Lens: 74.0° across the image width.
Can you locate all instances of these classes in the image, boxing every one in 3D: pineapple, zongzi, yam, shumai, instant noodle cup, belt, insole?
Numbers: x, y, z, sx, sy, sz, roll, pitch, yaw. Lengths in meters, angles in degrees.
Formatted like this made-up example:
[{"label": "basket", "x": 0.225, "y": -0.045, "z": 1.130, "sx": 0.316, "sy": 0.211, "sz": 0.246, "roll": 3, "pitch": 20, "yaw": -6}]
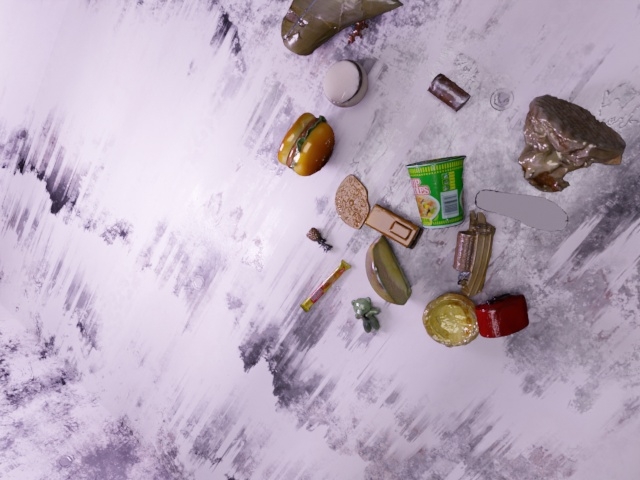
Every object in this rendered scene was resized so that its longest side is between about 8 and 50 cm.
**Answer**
[{"label": "pineapple", "x": 0.000, "y": 0.000, "z": 1.747, "sx": 0.124, "sy": 0.058, "sz": 0.058, "roll": 41, "pitch": 109, "yaw": -3}, {"label": "zongzi", "x": 0.053, "y": -0.787, "z": 1.529, "sx": 0.393, "sy": 0.174, "sz": 0.356, "roll": 47, "pitch": 113, "yaw": 22}, {"label": "yam", "x": 0.447, "y": -0.518, "z": 1.487, "sx": 0.141, "sy": 0.079, "sz": 0.079, "roll": 42, "pitch": 109, "yaw": 9}, {"label": "shumai", "x": 0.749, "y": -0.291, "z": 1.369, "sx": 0.314, "sy": 0.266, "sz": 0.263, "roll": 63, "pitch": 147, "yaw": 32}, {"label": "instant noodle cup", "x": 0.419, "y": -0.167, "z": 1.490, "sx": 0.206, "sy": 0.207, "sz": 0.233, "roll": -7, "pitch": 101, "yaw": 22}, {"label": "belt", "x": 0.625, "y": 0.248, "z": 1.464, "sx": 0.128, "sy": 0.200, "sz": 0.124, "roll": -7, "pitch": 96, "yaw": 62}, {"label": "insole", "x": 0.695, "y": -0.109, "z": 1.478, "sx": 0.309, "sy": 0.012, "sz": 0.110, "roll": 16, "pitch": 103, "yaw": 19}]

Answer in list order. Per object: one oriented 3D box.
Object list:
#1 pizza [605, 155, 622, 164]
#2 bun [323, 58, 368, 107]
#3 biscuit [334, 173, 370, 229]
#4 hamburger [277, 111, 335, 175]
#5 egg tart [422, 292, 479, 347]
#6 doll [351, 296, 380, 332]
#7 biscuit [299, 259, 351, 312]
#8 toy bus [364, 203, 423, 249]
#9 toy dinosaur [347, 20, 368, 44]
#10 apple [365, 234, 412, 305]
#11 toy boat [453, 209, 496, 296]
[{"label": "pizza", "x": 0.921, "y": -0.272, "z": 1.365, "sx": 0.078, "sy": 0.025, "sz": 0.084, "roll": -14, "pitch": 74, "yaw": 36}, {"label": "bun", "x": 0.100, "y": -0.581, "z": 1.589, "sx": 0.172, "sy": 0.119, "sz": 0.173, "roll": 2, "pitch": 93, "yaw": 27}, {"label": "biscuit", "x": 0.124, "y": -0.150, "z": 1.684, "sx": 0.141, "sy": 0.029, "sz": 0.221, "roll": -11, "pitch": 93, "yaw": 21}, {"label": "hamburger", "x": -0.040, "y": -0.354, "z": 1.612, "sx": 0.169, "sy": 0.246, "sz": 0.246, "roll": 35, "pitch": 108, "yaw": 2}, {"label": "egg tart", "x": 0.487, "y": 0.290, "z": 1.569, "sx": 0.212, "sy": 0.090, "sz": 0.213, "roll": 2, "pitch": 96, "yaw": 22}, {"label": "doll", "x": 0.183, "y": 0.300, "z": 1.701, "sx": 0.115, "sy": 0.077, "sz": 0.151, "roll": -22, "pitch": 100, "yaw": 32}, {"label": "biscuit", "x": 0.018, "y": 0.191, "z": 1.772, "sx": 0.048, "sy": 0.026, "sz": 0.292, "roll": 39, "pitch": 110, "yaw": -8}, {"label": "toy bus", "x": 0.276, "y": -0.053, "z": 1.588, "sx": 0.200, "sy": 0.114, "sz": 0.098, "roll": 31, "pitch": 99, "yaw": 16}, {"label": "toy dinosaur", "x": 0.144, "y": -0.801, "z": 1.583, "sx": 0.055, "sy": 0.049, "sz": 0.154, "roll": 33, "pitch": 102, "yaw": 28}, {"label": "apple", "x": 0.232, "y": 0.129, "z": 1.600, "sx": 0.120, "sy": 0.193, "sz": 0.265, "roll": -27, "pitch": 88, "yaw": 32}, {"label": "toy boat", "x": 0.534, "y": 0.047, "z": 1.510, "sx": 0.115, "sy": 0.089, "sz": 0.311, "roll": 5, "pitch": 105, "yaw": -9}]
